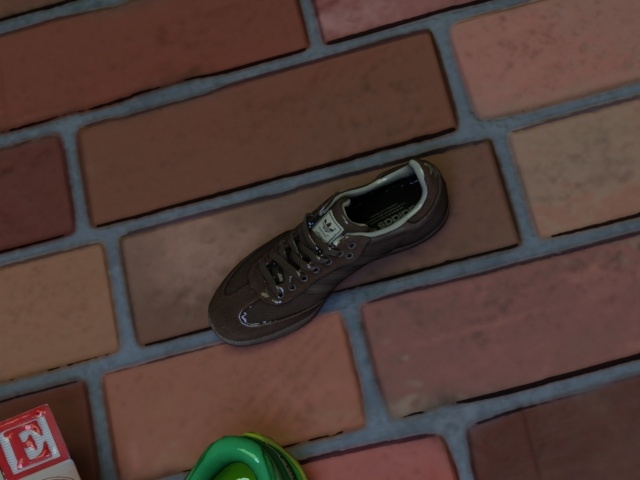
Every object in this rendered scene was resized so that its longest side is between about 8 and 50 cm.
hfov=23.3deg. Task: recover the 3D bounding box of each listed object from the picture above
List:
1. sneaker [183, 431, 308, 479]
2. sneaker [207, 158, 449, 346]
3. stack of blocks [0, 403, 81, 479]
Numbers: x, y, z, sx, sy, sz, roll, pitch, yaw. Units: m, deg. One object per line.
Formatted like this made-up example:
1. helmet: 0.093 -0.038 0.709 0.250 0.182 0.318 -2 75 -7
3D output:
1. sneaker: -0.089 0.249 0.928 0.109 0.123 0.295 10 69 14
2. sneaker: 0.000 0.000 1.054 0.188 0.071 0.066 -33 64 -6
3. stack of blocks: -0.271 0.241 0.948 0.297 0.087 0.171 -22 65 -16
